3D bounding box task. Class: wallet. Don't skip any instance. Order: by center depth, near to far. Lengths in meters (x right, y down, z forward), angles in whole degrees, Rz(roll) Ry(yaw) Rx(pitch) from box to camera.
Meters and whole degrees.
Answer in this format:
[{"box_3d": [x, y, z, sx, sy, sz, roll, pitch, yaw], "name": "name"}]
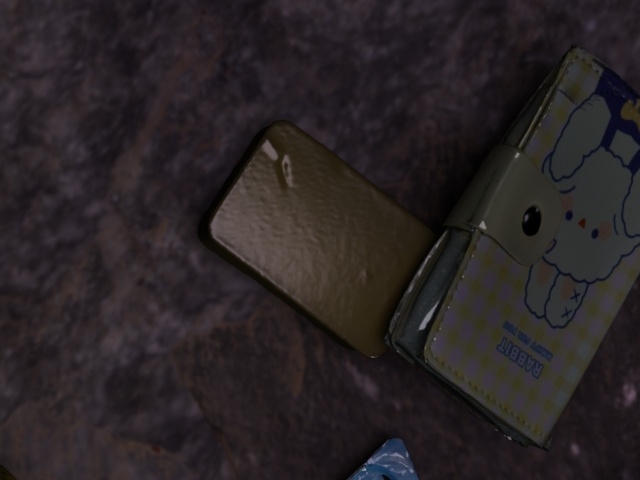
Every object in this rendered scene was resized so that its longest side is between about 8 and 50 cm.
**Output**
[{"box_3d": [0.199, 0.006, 1.704, 0.223, 0.077, 0.309, 37, 79, -37], "name": "wallet"}]

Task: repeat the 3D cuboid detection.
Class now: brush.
[{"box_3d": [0.000, 0.000, 1.670, 0.197, 0.059, 0.123, 38, 77, -17], "name": "brush"}]

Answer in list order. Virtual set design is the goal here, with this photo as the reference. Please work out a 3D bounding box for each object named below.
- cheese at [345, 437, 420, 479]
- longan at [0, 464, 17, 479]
[{"box_3d": [0.096, 0.296, 1.716, 0.135, 0.052, 0.244, -42, 103, -15], "name": "cheese"}, {"box_3d": [-0.305, 0.232, 1.540, 0.155, 0.145, 0.176, -16, 55, -39], "name": "longan"}]
